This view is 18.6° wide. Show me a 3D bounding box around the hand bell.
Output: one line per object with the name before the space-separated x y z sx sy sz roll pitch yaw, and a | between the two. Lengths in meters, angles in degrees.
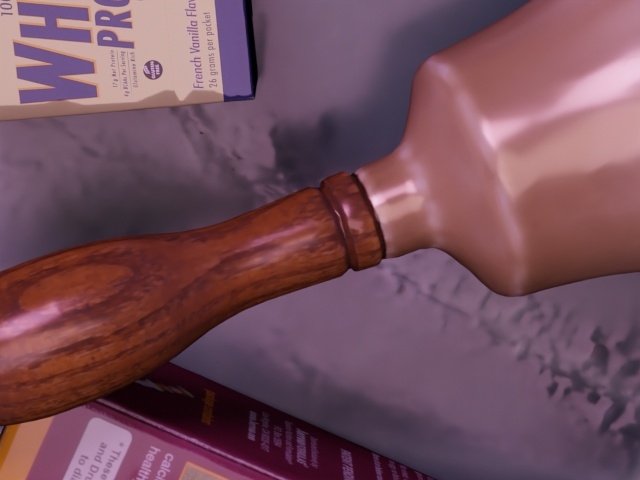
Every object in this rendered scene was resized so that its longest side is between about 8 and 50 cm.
hand bell | 0.000 0.000 0.504 0.242 0.126 0.126 -21 99 -8

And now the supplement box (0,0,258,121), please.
supplement box | -0.061 -0.065 0.531 0.083 0.083 0.056 -5 98 0

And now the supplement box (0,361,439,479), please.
supplement box | -0.013 0.111 0.561 0.188 0.081 0.104 24 98 -5
